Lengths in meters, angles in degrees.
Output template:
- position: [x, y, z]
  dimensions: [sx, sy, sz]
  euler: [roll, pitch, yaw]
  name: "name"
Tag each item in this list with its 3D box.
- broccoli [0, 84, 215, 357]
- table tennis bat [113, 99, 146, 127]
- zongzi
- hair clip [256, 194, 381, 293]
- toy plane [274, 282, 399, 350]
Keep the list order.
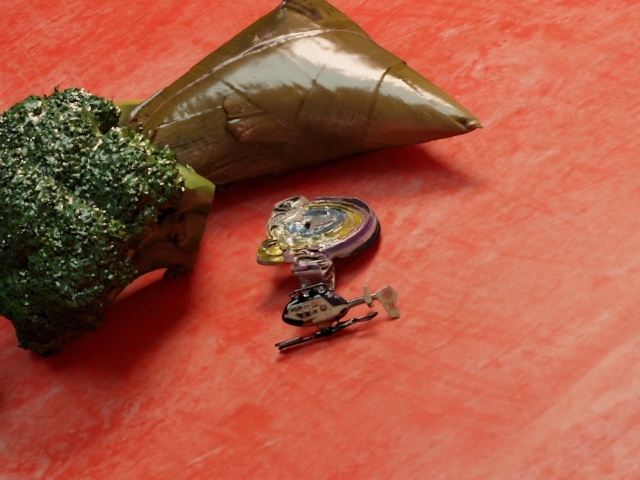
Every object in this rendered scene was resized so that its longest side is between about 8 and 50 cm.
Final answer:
- position: [-0.223, -0.018, 1.740]
  dimensions: [0.245, 0.265, 0.294]
  euler: [2, -1, -13]
  name: "broccoli"
- position: [-0.287, -0.093, 2.023]
  dimensions: [0.320, 0.050, 0.198]
  euler: [7, 45, 29]
  name: "table tennis bat"
- position: [-0.025, -0.108, 1.817]
  dimensions: [0.274, 0.145, 0.300]
  euler: [-36, 43, -13]
  name: "zongzi"
- position: [0.000, 0.000, 1.737]
  dimensions: [0.116, 0.049, 0.172]
  euler: [-1, 29, 7]
  name: "hair clip"
- position: [0.011, 0.063, 1.641]
  dimensions: [0.120, 0.031, 0.049]
  euler: [-17, 77, 4]
  name: "toy plane"
